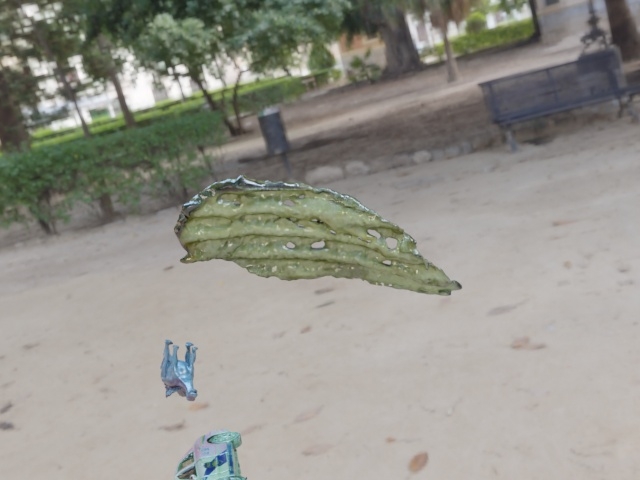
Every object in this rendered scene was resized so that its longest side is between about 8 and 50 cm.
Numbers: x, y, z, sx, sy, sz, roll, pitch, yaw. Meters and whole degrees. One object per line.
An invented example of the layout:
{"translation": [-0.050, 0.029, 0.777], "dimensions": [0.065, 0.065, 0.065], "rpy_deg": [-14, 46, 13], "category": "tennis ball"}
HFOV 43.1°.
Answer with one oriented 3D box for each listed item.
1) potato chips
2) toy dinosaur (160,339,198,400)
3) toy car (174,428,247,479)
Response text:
{"translation": [0.000, 0.001, 0.560], "dimensions": [0.207, 0.092, 0.028], "rpy_deg": [9, 45, 4], "category": "potato chips"}
{"translation": [-0.201, 0.182, 1.139], "dimensions": [0.045, 0.080, 0.197], "rpy_deg": [7, 2, -24], "category": "toy dinosaur"}
{"translation": [-0.107, 0.262, 0.814], "dimensions": [0.076, 0.090, 0.224], "rpy_deg": [-8, 5, -8], "category": "toy car"}
